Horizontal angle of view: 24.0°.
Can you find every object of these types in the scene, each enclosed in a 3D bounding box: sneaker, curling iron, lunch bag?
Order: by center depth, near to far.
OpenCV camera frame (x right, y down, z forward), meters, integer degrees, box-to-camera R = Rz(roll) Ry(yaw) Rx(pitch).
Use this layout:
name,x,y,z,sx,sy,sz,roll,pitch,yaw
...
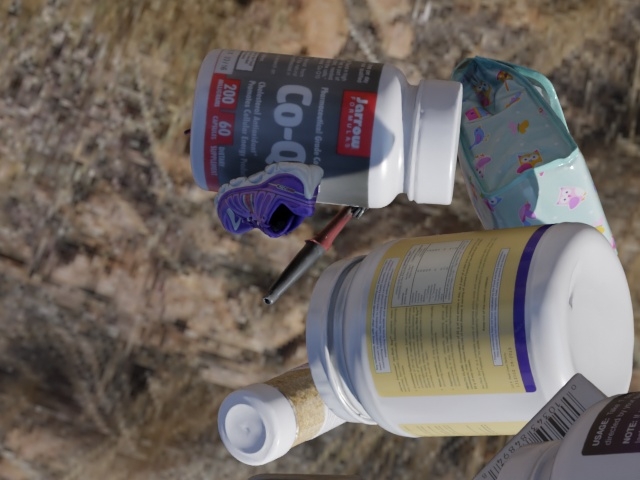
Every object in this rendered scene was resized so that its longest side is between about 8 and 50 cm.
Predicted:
name,x,y,z,sx,sy,sz,roll,pitch,yaw
sneaker,-0.060,-0.032,1.570,0.068,0.071,0.170,12,161,-28
lunch bag,0.263,-0.098,1.974,0.160,0.262,0.223,-26,132,4
curling iron,0.000,0.000,2.224,0.035,0.274,0.068,43,150,4

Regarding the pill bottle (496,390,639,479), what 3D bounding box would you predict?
name,x,y,z,sx,sy,sz,roll,pitch,yaw
pill bottle,0.275,0.180,0.966,0.323,0.181,0.181,-12,141,42

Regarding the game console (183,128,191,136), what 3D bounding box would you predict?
name,x,y,z,sx,sy,sz,roll,pitch,yaw
game console,-0.102,-0.184,2.066,0.144,0.124,0.085,-12,140,22

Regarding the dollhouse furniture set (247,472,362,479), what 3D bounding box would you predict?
name,x,y,z,sx,sy,sz,roll,pitch,yaw
dollhouse furniture set,-0.023,0.292,1.359,0.123,0.151,0.144,5,149,-22

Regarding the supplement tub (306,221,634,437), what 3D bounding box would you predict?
name,x,y,z,sx,sy,sz,roll,pitch,yaw
supplement tub,0.175,0.109,1.767,0.331,0.241,0.241,-5,145,33

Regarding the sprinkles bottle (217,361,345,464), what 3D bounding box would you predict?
name,x,y,z,sx,sy,sz,roll,pitch,yaw
sprinkles bottle,-0.014,0.256,2.426,0.121,0.121,0.355,-9,-175,35

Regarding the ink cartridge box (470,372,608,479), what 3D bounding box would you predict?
name,x,y,z,sx,sy,sz,roll,pitch,yaw
ink cartridge box,0.206,0.321,1.255,0.330,0.324,0.071,41,-176,-29

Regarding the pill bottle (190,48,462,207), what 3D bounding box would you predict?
name,x,y,z,sx,sy,sz,roll,pitch,yaw
pill bottle,0.009,-0.120,1.658,0.283,0.161,0.161,6,149,6
